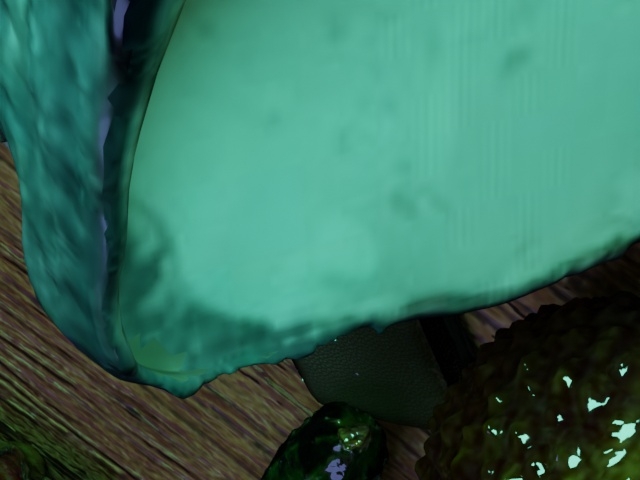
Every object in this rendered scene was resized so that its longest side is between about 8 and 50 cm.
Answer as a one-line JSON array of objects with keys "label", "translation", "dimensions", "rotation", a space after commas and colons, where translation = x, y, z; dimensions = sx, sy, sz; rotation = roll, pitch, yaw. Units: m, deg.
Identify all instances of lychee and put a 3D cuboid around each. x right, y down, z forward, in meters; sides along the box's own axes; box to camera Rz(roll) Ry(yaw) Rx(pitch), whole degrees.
[{"label": "lychee", "translation": [0.115, 0.113, 0.739], "dimensions": [0.188, 0.188, 0.188], "rotation": [29, 147, 22]}]

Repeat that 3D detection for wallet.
[{"label": "wallet", "translation": [0.000, 0.000, 0.866], "dimensions": [0.110, 0.031, 0.198], "rotation": [9, 135, 43]}]

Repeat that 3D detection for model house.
[{"label": "model house", "translation": [-0.032, -0.123, 0.583], "dimensions": [0.291, 0.253, 0.184], "rotation": [44, 140, 33]}]

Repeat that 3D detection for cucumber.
[{"label": "cucumber", "translation": [-0.007, 0.144, 0.991], "dimensions": [0.067, 0.067, 0.293], "rotation": [35, 155, 12]}]

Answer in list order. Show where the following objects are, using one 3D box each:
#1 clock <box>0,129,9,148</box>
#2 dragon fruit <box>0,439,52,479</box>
[{"label": "clock", "translation": [-0.151, -0.100, 0.862], "dimensions": [0.172, 0.064, 0.198], "rotation": [8, 127, 55]}, {"label": "dragon fruit", "translation": [-0.214, 0.237, 1.257], "dimensions": [0.282, 0.211, 0.147], "rotation": [33, 167, -40]}]
